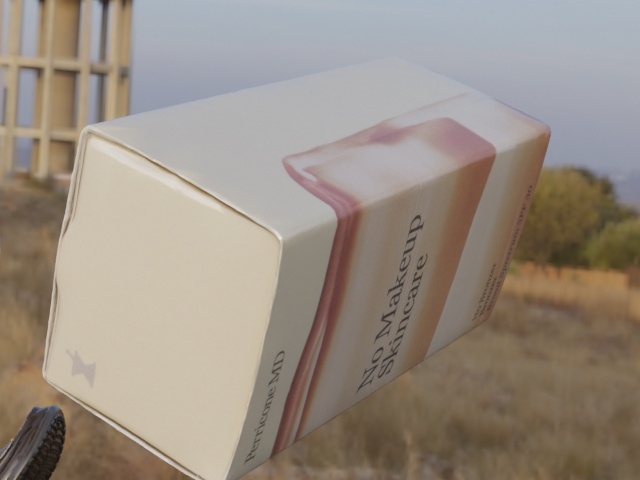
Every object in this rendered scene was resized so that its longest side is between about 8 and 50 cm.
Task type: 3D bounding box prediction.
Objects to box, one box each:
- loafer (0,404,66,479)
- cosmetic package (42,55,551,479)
[{"bbox_3d":[-0.366,0.274,1.392,0.078,0.220,0.080,25,-19,15],"label":"loafer"},{"bbox_3d":[0.000,0.000,0.706,0.129,0.153,0.296,28,29,26],"label":"cosmetic package"}]
